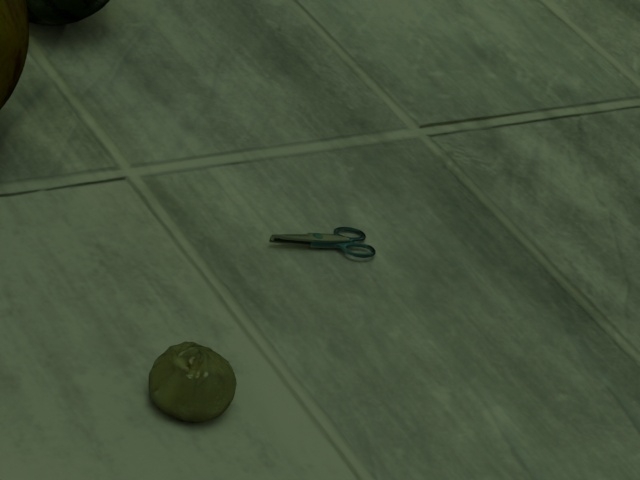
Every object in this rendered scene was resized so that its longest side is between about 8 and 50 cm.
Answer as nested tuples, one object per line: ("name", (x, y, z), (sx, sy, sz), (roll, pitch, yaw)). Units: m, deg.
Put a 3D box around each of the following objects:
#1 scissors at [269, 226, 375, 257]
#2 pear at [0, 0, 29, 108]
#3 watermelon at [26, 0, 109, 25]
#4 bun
("scissors", (0.000, 0.000, 1.949), (0.119, 0.014, 0.058), (3, 32, -24))
("pear", (-0.435, -0.226, 1.863), (0.280, 0.281, 0.281), (11, 35, -8))
("watermelon", (-0.316, -0.345, 2.156), (0.188, 0.188, 0.214), (39, -1, 29))
("bun", (-0.119, 0.127, 1.687), (0.086, 0.055, 0.086), (11, 34, -8))
